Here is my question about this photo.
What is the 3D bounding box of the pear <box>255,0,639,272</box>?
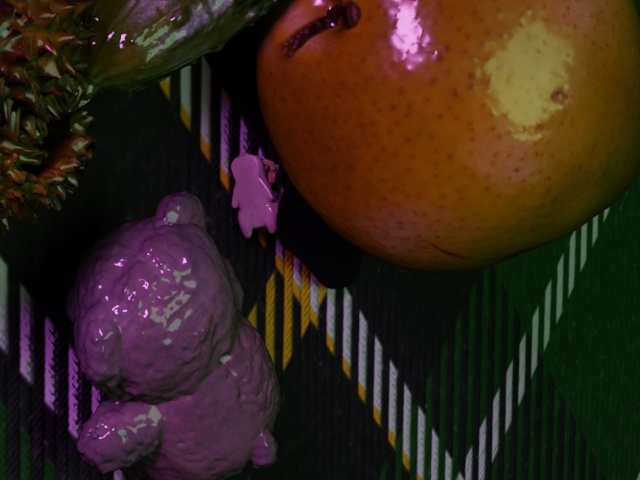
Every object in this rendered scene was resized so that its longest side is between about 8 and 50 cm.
[{"bbox_3d":[0.133,-0.147,1.823,0.418,0.362,0.362,29,70,-45],"label":"pear"}]

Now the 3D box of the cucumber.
[{"bbox_3d":[-0.134,-0.195,1.653,0.244,0.134,0.134,-49,131,-34],"label":"cucumber"}]

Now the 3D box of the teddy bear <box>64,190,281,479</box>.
[{"bbox_3d":[-0.131,0.098,1.657,0.236,0.151,0.267,-63,140,-31],"label":"teddy bear"}]

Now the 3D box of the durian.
[{"bbox_3d":[-0.276,-0.122,1.365,0.258,0.258,0.293,-61,149,-30],"label":"durian"}]

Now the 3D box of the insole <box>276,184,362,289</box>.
[{"bbox_3d":[-0.001,0.000,1.912,0.232,0.003,0.080,33,66,-65],"label":"insole"}]

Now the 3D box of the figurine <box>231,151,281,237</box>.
[{"bbox_3d":[-0.057,-0.045,1.844,0.050,0.047,0.083,-23,106,-67],"label":"figurine"}]
